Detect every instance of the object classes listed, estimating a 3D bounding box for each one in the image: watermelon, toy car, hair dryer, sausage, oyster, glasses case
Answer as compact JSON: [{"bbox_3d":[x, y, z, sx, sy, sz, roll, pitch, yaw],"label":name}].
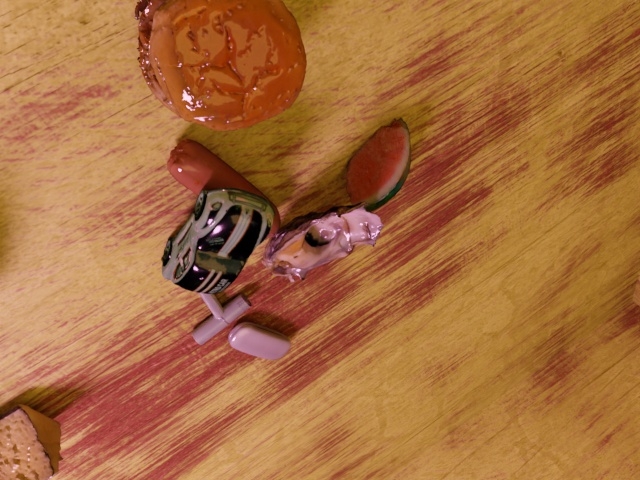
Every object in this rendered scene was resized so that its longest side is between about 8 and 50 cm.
[{"bbox_3d":[0.153,-0.146,1.146,0.231,0.128,0.146,-46,153,3],"label":"watermelon"},{"bbox_3d":[-0.202,0.021,0.948,0.136,0.125,0.306,17,143,-29],"label":"toy car"},{"bbox_3d":[-0.267,0.145,1.139,0.155,0.044,0.183,-40,131,-2],"label":"hair dryer"},{"bbox_3d":[-0.177,-0.092,0.969,0.086,0.086,0.289,-45,135,6],"label":"sausage"},{"bbox_3d":[-0.001,-0.010,1.081,0.271,0.100,0.275,-2,145,-3],"label":"oyster"},{"bbox_3d":[-0.155,0.263,1.295,0.076,0.049,0.197,-49,136,10],"label":"glasses case"}]

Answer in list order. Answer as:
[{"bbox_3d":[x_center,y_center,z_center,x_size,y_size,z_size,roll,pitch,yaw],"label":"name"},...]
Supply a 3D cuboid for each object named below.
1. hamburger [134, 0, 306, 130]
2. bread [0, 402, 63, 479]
[{"bbox_3d":[-0.155,-0.287,0.771,0.245,0.163,0.244,-18,134,-20],"label":"hamburger"},{"bbox_3d":[-0.691,0.475,1.062,0.266,0.142,0.178,-31,97,-2],"label":"bread"}]
